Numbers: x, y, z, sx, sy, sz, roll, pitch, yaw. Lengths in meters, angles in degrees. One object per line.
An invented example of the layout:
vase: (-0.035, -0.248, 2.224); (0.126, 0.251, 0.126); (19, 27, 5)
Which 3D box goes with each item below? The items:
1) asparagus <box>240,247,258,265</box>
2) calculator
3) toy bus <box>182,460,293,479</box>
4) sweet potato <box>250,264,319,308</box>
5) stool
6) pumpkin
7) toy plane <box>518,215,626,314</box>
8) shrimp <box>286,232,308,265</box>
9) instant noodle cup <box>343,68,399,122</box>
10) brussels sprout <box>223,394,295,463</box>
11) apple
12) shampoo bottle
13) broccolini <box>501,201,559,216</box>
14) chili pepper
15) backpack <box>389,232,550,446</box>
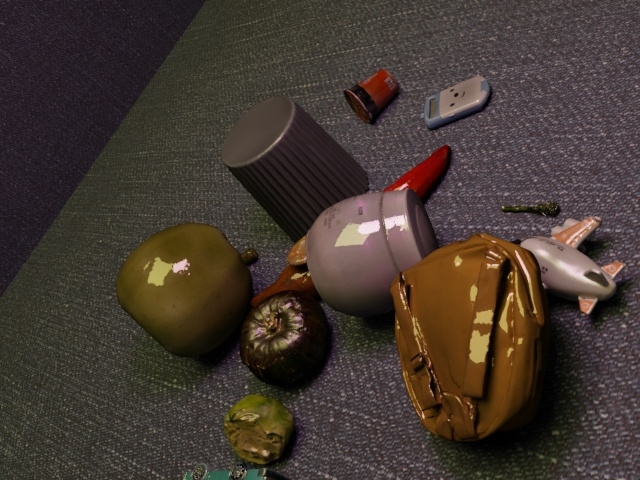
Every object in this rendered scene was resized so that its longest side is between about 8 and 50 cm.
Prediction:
asparagus: (-0.264, 0.078, 2.082); (0.178, 0.041, 0.045); (-31, 31, 20)
calculator: (0.366, -0.376, 1.911); (0.210, 0.039, 0.121); (-18, 43, 32)
toy bus: (-0.181, 0.560, 1.484); (0.256, 0.128, 0.147); (-15, 48, 37)
sweet potato: (-0.048, 0.105, 1.797); (0.359, 0.112, 0.112); (-27, 41, 19)
stool: (-0.076, -0.199, 1.922); (0.297, 0.330, 0.297); (-26, 41, 25)
pumpkin: (-0.093, 0.229, 1.680); (0.238, 0.159, 0.238); (-23, 41, 21)
toy plane: (0.465, 0.053, 1.355); (0.245, 0.117, 0.244); (-25, 43, 26)
shrimp: (0.001, 0.002, 1.780); (0.115, 0.051, 0.217); (9, 40, 41)
instant noodle cup: (0.160, -0.445, 2.113); (0.136, 0.127, 0.127); (-40, 37, -6)
brussels sprout: (-0.134, 0.417, 1.577); (0.149, 0.151, 0.122); (-47, -3, 41)
apple: (-0.358, 0.126, 1.882); (0.357, 0.357, 0.357); (-25, 41, 25)
shampoo bottle: (0.126, 0.026, 1.569); (0.266, 0.273, 0.273); (-21, 43, 20)
broccolini: (0.465, -0.075, 1.551); (0.140, 0.030, 0.035); (6, 52, 51)
chili pepper: (0.200, -0.110, 1.798); (0.368, 0.092, 0.137); (-34, 11, 9)
backpack: (0.278, 0.182, 1.296); (0.353, 0.201, 0.378); (-16, 66, 59)
